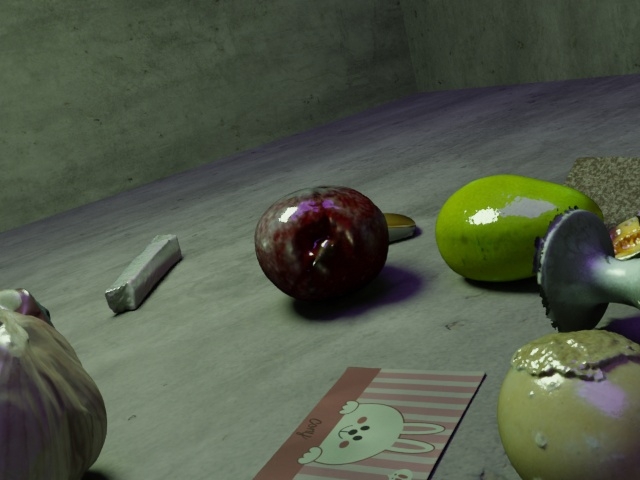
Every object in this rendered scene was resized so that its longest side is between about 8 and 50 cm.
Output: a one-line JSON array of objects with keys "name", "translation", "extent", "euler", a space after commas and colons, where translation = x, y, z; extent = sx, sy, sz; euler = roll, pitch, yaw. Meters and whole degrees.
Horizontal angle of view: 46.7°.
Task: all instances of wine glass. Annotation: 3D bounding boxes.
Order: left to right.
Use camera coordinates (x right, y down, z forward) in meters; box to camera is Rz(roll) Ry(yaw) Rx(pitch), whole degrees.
[{"name": "wine glass", "translation": [0.422, 0.054, 0.810], "extent": [0.191, 0.190, 0.357], "euler": [-25, 17, -35]}]

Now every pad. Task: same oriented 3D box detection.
[{"name": "pad", "translation": [0.055, 0.223, 0.858], "extent": [0.202, 0.005, 0.300], "euler": [-4, 19, 31]}, {"name": "pad", "translation": [0.444, -0.046, 1.208], "extent": [0.158, 0.003, 0.235], "euler": [8, 61, 49]}]

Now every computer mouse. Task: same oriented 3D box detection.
[{"name": "computer mouse", "translation": [0.078, -0.016, 1.565], "extent": [0.245, 0.056, 0.126], "euler": [-15, 15, 0]}]

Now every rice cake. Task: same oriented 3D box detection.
[{"name": "rice cake", "translation": [-0.383, 0.064, 1.646], "extent": [0.056, 0.072, 0.365], "euler": [-8, 17, 9]}]

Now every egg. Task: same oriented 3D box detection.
[{"name": "egg", "translation": [0.239, 0.161, 0.637], "extent": [0.164, 0.164, 0.201], "euler": [-18, 21, -12]}]

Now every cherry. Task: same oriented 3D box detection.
[{"name": "cherry", "translation": [0.000, 0.000, 1.306], "extent": [0.230, 0.202, 0.300], "euler": [-19, 16, -4]}]

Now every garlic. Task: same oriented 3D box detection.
[{"name": "garlic", "translation": [-0.405, 0.194, 0.830], "extent": [0.318, 0.259, 0.317], "euler": [29, 15, -8]}]

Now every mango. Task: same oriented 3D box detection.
[{"name": "mango", "translation": [0.300, -0.017, 1.189], "extent": [0.185, 0.149, 0.273], "euler": [-45, 29, -21]}]

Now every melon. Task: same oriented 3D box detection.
[{"name": "melon", "translation": [0.442, 0.034, 1.068], "extent": [0.128, 0.079, 0.160], "euler": [-31, 7, 28]}]

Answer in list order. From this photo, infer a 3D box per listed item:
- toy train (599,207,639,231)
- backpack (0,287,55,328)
[{"name": "toy train", "translation": [0.501, -0.036, 1.217], "extent": [0.248, 0.101, 0.159], "euler": [2, 36, 47]}, {"name": "backpack", "translation": [-0.546, 0.208, 1.096], "extent": [0.283, 0.197, 0.317], "euler": [-23, -2, -36]}]
